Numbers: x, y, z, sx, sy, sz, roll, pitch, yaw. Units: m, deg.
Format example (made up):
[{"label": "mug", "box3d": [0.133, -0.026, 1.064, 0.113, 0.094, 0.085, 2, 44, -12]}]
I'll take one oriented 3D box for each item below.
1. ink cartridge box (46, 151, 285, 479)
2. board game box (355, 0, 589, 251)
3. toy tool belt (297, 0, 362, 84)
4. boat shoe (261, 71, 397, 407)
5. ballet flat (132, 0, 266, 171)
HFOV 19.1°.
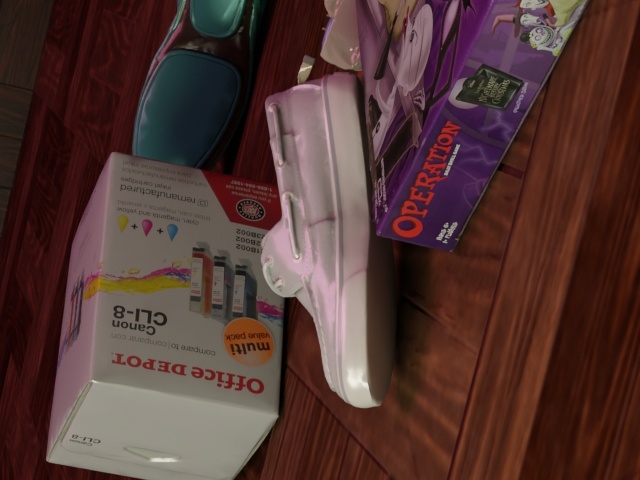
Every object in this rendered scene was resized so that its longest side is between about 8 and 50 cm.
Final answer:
[{"label": "ink cartridge box", "box3d": [-0.099, 0.057, 1.256, 0.127, 0.128, 0.176, 124, 153, -54]}, {"label": "board game box", "box3d": [0.071, -0.187, 0.982, 0.347, 0.056, 0.208, -93, 25, -46]}, {"label": "toy tool belt", "box3d": [0.023, -0.119, 1.117, 0.051, 0.052, 0.083, -28, -40, -68]}, {"label": "boat shoe", "box3d": [0.000, 0.000, 0.987, 0.066, 0.063, 0.184, 41, -139, -68]}, {"label": "ballet flat", "box3d": [-0.082, -0.155, 1.491, 0.087, 0.083, 0.247, -44, -28, -72]}]
